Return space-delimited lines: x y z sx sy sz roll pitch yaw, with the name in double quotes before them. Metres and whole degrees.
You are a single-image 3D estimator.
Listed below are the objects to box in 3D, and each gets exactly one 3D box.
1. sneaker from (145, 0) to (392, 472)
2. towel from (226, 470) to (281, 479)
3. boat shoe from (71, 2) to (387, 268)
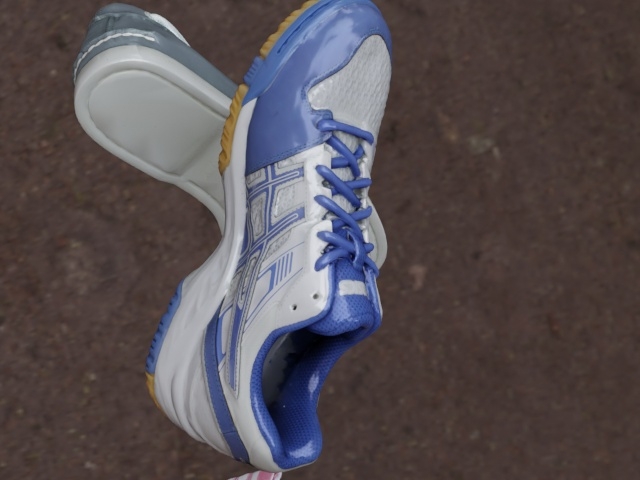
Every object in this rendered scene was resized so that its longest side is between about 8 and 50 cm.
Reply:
"sneaker" 0.000 0.000 0.886 0.112 0.131 0.296 6 107 -46
"towel" -0.137 0.258 1.264 0.144 0.197 0.029 -63 135 -61
"boat shoe" -0.061 -0.069 1.104 0.319 0.116 0.099 37 26 -39
